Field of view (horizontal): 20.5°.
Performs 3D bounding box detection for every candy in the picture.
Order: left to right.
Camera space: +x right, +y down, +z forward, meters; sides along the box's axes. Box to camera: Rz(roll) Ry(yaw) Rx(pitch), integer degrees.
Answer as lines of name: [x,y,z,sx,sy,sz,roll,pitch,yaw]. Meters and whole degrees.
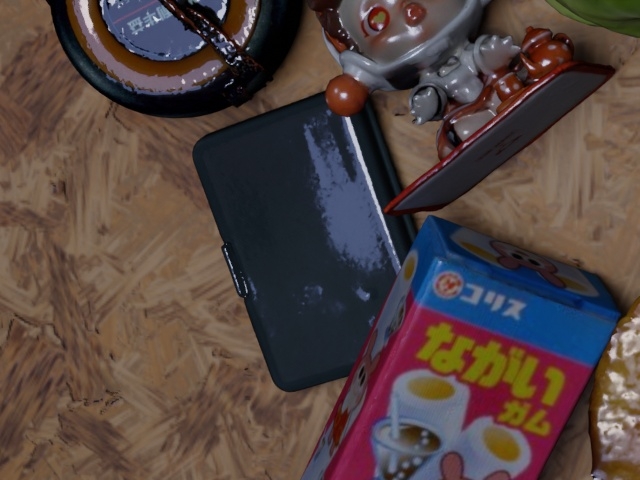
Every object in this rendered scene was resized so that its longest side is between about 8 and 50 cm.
candy: [0.096,0.147,1.397,0.157,0.100,0.305,20,110,-11]

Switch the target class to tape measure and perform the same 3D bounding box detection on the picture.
tape measure: [-0.119,-0.205,1.428,0.202,0.135,0.223,-28,92,12]

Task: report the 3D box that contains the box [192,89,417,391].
box: [0.000,0.000,1.462,0.160,0.050,0.230,-18,93,21]

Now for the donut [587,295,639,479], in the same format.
donut: [0.350,0.141,1.334,0.303,0.110,0.302,3,98,17]

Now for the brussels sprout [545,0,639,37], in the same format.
brussels sprout: [0.238,-0.343,1.145,0.342,0.361,0.425,27,104,2]

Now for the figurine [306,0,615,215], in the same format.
figurine: [0.078,-0.164,1.364,0.183,0.160,0.226,-39,78,20]
